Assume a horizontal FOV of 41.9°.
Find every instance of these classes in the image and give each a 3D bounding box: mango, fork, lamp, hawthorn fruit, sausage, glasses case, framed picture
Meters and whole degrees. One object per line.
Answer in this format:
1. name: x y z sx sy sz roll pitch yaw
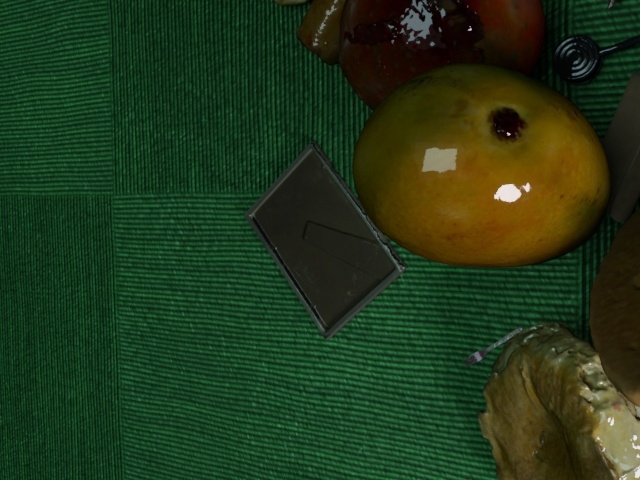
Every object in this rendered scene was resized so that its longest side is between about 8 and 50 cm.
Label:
1. mango: 0.216 -0.072 1.079 0.300 0.446 0.232 -5 75 23
2. fork: 0.273 0.166 1.315 0.115 0.012 0.016 -39 76 26
3. lamp: 0.470 -0.284 1.077 0.371 0.109 0.130 2 92 36
4. hawthorn fruit: 0.176 -0.297 1.191 0.316 0.316 0.315 3 96 35
5. sausage: 0.070 -0.409 1.357 0.270 0.109 0.108 -43 70 31
6. glasses case: 0.432 -0.131 1.152 0.102 0.070 0.193 -125 47 -57
7. framed picture: 0.000 0.000 1.489 0.213 0.016 0.289 -45 69 29

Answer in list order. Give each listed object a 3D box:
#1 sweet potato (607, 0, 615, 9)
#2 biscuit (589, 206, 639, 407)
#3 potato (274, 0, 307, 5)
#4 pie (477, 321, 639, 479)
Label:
1. sweet potato: 0.410 -0.376 1.149 0.049 0.049 0.117 19 104 33
2. biscuit: 0.478 0.034 0.959 0.365 0.385 0.062 -26 114 43
3. potato: -0.051 -0.443 1.467 0.083 0.062 0.068 17 120 11
4. pie: 0.338 0.285 1.162 0.339 0.083 0.339 39 136 51
